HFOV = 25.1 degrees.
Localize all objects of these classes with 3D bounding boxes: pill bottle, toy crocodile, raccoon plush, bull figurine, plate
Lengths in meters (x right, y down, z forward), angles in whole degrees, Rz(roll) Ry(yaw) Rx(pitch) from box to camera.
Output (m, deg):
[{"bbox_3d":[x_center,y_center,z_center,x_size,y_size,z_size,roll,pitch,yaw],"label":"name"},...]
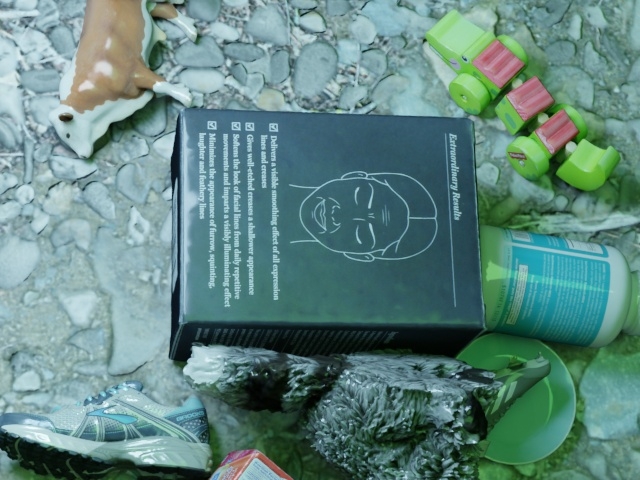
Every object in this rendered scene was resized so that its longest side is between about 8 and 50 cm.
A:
[{"bbox_3d":[0.328,0.068,1.988,0.264,0.146,0.146,10,71,-6],"label":"pill bottle"},{"bbox_3d":[0.290,-0.203,2.088,0.115,0.105,0.340,-39,82,-18],"label":"toy crocodile"},{"bbox_3d":[0.045,0.295,1.826,0.447,0.216,0.299,8,100,12],"label":"raccoon plush"},{"bbox_3d":[-0.269,-0.259,2.014,0.189,0.101,0.310,10,74,-11],"label":"bull figurine"},{"bbox_3d":[0.262,0.219,1.994,0.188,0.024,0.188,3,72,-9],"label":"plate"}]

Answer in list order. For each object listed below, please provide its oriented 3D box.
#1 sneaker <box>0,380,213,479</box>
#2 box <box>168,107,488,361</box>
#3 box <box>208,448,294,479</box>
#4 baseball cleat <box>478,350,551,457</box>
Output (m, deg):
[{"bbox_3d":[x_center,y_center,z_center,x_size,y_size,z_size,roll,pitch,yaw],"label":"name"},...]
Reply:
[{"bbox_3d":[-0.279,0.244,1.865,0.283,0.110,0.122,10,60,-14],"label":"sneaker"},{"bbox_3d":[0.000,0.000,1.918,0.396,0.212,0.293,2,72,-8],"label":"box"},{"bbox_3d":[-0.041,0.391,1.811,0.257,0.123,0.128,41,70,-10],"label":"box"},{"bbox_3d":[0.227,0.230,1.944,0.206,0.072,0.109,-20,89,-8],"label":"baseball cleat"}]
